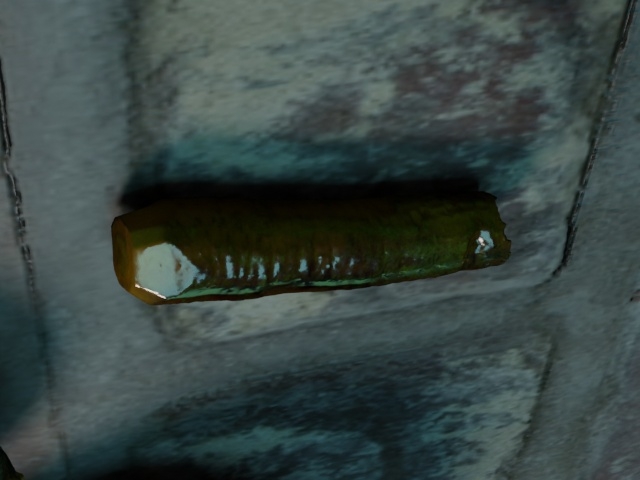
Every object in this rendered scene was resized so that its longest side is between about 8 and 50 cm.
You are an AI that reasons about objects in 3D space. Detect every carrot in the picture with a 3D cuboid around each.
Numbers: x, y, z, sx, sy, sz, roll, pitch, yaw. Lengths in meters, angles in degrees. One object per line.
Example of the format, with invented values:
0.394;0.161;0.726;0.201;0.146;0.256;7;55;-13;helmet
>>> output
0.000;0.000;0.827;0.260;0.070;0.070;-4;136;-21;carrot

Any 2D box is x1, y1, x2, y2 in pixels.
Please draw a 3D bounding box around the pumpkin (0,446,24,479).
-0.279;0.179;0.830;0.190;0.146;0.190;9;149;5;pumpkin
